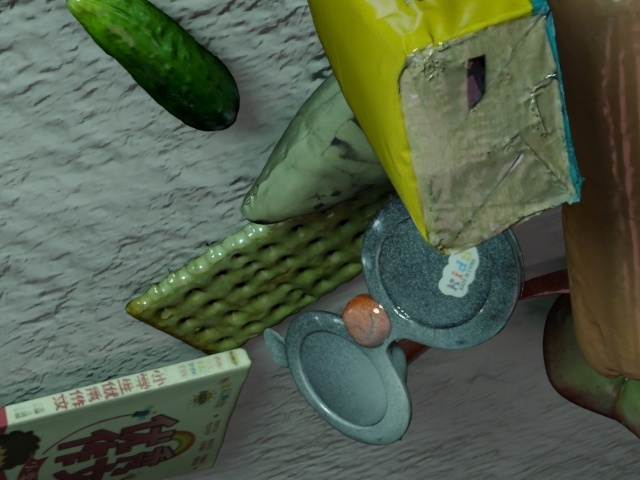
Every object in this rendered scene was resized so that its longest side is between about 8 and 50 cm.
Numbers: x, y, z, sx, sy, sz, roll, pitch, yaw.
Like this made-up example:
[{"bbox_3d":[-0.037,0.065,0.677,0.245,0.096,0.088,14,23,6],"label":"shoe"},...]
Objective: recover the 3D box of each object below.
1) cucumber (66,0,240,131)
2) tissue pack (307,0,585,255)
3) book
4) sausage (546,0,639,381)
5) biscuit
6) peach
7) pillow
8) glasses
[{"bbox_3d":[-0.073,-0.085,0.986,0.039,0.039,0.168,-31,151,11],"label":"cucumber"},{"bbox_3d":[0.048,-0.092,0.900,0.082,0.169,0.120,-19,131,-5],"label":"tissue pack"},{"bbox_3d":[-0.167,0.138,1.314,0.232,0.022,0.162,-12,154,-20],"label":"book"},{"bbox_3d":[0.173,-0.042,1.107,0.086,0.086,0.289,-18,123,-14],"label":"sausage"},{"bbox_3d":[0.000,0.000,1.228,0.231,0.016,0.139,-31,155,12],"label":"biscuit"},{"bbox_3d":[0.246,0.080,1.459,0.152,0.152,0.152,-20,153,-11],"label":"peach"},{"bbox_3d":[0.047,-0.081,1.079,0.093,0.051,0.241,6,139,-39],"label":"pillow"},{"bbox_3d":[0.109,0.004,1.282,0.268,0.118,0.234,-32,164,-43],"label":"glasses"}]
